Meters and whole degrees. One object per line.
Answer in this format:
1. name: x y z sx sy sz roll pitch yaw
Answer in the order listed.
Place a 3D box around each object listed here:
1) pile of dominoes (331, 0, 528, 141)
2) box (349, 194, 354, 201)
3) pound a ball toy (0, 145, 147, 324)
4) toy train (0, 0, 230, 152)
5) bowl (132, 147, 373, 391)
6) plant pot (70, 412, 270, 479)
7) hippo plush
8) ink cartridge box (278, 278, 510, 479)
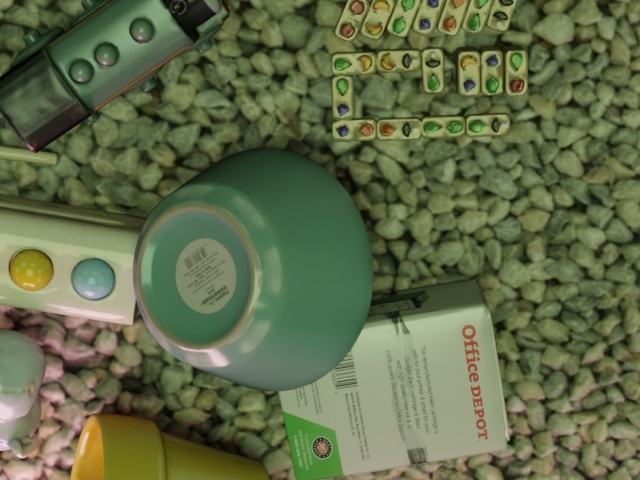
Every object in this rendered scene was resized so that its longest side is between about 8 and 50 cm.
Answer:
1. pile of dominoes: 0.137 -0.222 1.766 0.251 0.040 0.196 -3 107 0
2. box: 0.000 0.000 1.806 0.102 0.087 0.101 -5 105 2
3. pound a ball toy: -0.381 -0.017 1.776 0.319 0.136 0.208 10 107 -4
4. toy train: -0.253 -0.232 1.683 0.334 0.190 0.142 -31 105 9
5. bowl: -0.109 0.040 1.698 0.311 0.163 0.312 1 92 31
6. plant pot: -0.200 0.364 1.847 0.239 0.254 0.254 7 107 -19
7. hippo plush: -0.476 0.218 1.776 0.236 0.234 0.294 13 122 -13
8. ink cartridge box: 0.092 0.186 1.844 0.289 0.121 0.211 -9 106 3
